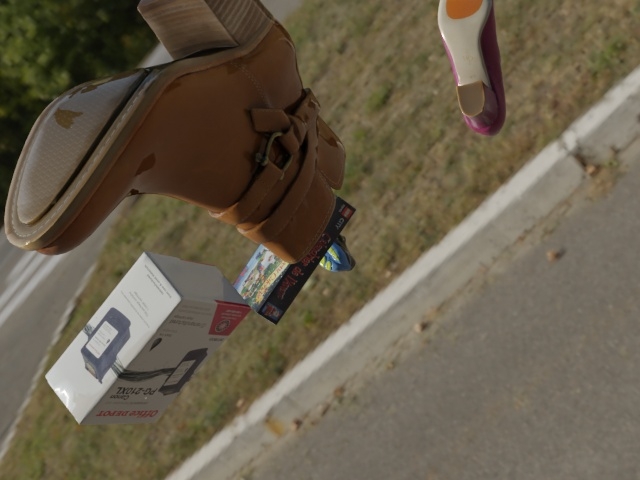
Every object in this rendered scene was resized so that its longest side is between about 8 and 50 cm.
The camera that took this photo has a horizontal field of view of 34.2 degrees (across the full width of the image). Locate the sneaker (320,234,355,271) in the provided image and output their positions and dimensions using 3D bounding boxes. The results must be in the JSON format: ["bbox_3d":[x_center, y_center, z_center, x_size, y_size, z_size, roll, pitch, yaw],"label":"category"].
[{"bbox_3d":[0.000,0.000,1.988,0.067,0.078,0.188,-52,53,13],"label":"sneaker"}]

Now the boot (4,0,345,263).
[{"bbox_3d":[-0.089,-0.050,0.770,0.109,0.220,0.283,-6,46,35],"label":"boot"}]

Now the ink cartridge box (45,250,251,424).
[{"bbox_3d":[-0.238,0.142,1.444,0.237,0.100,0.172,-49,-27,13],"label":"ink cartridge box"}]

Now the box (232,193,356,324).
[{"bbox_3d":[-0.049,0.015,1.751,0.233,0.044,0.159,-55,24,-1],"label":"box"}]

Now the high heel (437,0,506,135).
[{"bbox_3d":[0.227,-0.272,1.487,0.082,0.117,0.244,-13,75,21],"label":"high heel"}]
